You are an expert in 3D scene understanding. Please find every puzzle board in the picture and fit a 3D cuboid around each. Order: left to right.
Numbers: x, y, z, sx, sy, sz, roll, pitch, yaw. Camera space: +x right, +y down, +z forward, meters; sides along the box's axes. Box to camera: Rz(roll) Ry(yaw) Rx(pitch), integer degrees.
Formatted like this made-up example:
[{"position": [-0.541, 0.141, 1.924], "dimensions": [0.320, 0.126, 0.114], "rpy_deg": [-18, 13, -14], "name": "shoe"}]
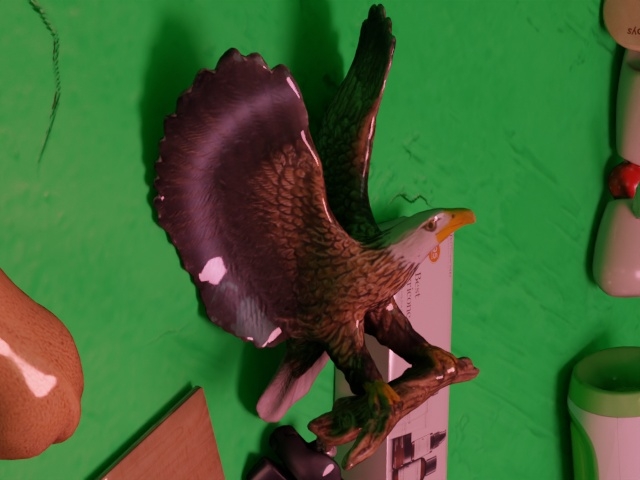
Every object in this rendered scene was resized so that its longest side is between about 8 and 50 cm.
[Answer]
[{"position": [-0.118, 0.179, 1.374], "dimensions": [0.128, 0.011, 0.096], "rpy_deg": [-42, 132, -42], "name": "puzzle board"}]

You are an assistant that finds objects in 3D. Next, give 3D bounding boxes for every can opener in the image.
[{"position": [0.017, 0.216, 1.515], "dimensions": [0.073, 0.059, 0.186], "rpy_deg": [-39, 121, 11], "name": "can opener"}]

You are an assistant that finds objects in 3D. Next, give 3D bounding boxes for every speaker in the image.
[{"position": [0.322, 0.265, 1.940], "dimensions": [0.131, 0.131, 0.297], "rpy_deg": [-34, 125, -47], "name": "speaker"}]

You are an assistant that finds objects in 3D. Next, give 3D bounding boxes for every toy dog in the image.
[{"position": [0.373, -0.111, 1.889], "dimensions": [0.220, 0.161, 0.334], "rpy_deg": [-28, 121, -49], "name": "toy dog"}]

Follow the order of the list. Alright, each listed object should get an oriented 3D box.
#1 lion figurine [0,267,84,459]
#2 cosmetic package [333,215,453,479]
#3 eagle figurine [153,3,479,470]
[{"position": [-0.218, 0.031, 0.984], "dimensions": [0.392, 0.240, 0.142], "rpy_deg": [40, 65, -53], "name": "lion figurine"}, {"position": [0.063, 0.107, 1.576], "dimensions": [0.099, 0.060, 0.239], "rpy_deg": [-18, 113, -54], "name": "cosmetic package"}, {"position": [0.010, -0.005, 1.402], "dimensions": [0.298, 0.225, 0.226], "rpy_deg": [63, -4, -2], "name": "eagle figurine"}]
